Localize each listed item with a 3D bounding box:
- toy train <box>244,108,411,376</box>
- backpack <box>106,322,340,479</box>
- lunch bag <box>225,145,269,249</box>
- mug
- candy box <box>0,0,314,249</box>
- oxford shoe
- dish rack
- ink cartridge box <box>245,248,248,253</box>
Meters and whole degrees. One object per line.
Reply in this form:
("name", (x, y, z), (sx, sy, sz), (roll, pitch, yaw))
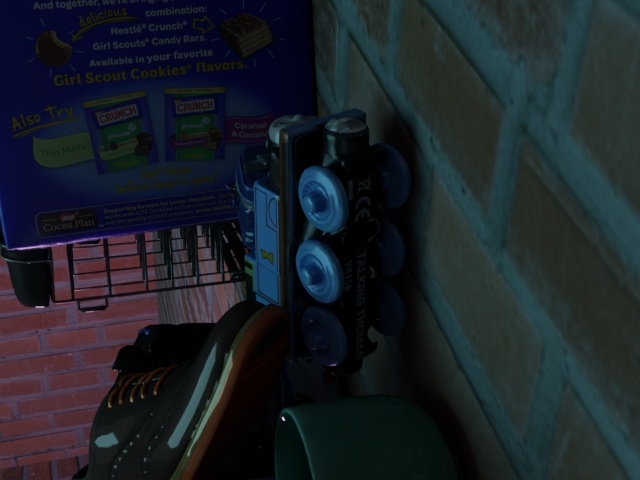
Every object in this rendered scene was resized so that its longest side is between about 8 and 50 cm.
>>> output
("toy train", (0.000, 0.000, 0.674), (0.105, 0.080, 0.184), (28, 129, 42))
("backpack", (-0.087, 0.206, 0.934), (0.276, 0.213, 0.263), (158, 114, -80))
("lunch bag", (-0.020, -0.036, 0.754), (0.067, 0.099, 0.065), (-106, 18, -53))
("mug", (0.032, 0.170, 0.641), (0.157, 0.097, 0.129), (97, 160, -45))
("candy box", (-0.146, -0.174, 0.844), (0.122, 0.268, 0.317), (-136, 41, -64))
("oxford shoe", (-0.108, 0.124, 0.706), (0.098, 0.097, 0.271), (39, 126, 9))
("dish rack", (-0.156, -0.007, 0.965), (0.208, 0.272, 0.074), (-125, 32, -66))
("ink cartridge box", (-0.064, 0.027, 1.128), (0.063, 0.029, 0.115), (-148, 51, -74))
